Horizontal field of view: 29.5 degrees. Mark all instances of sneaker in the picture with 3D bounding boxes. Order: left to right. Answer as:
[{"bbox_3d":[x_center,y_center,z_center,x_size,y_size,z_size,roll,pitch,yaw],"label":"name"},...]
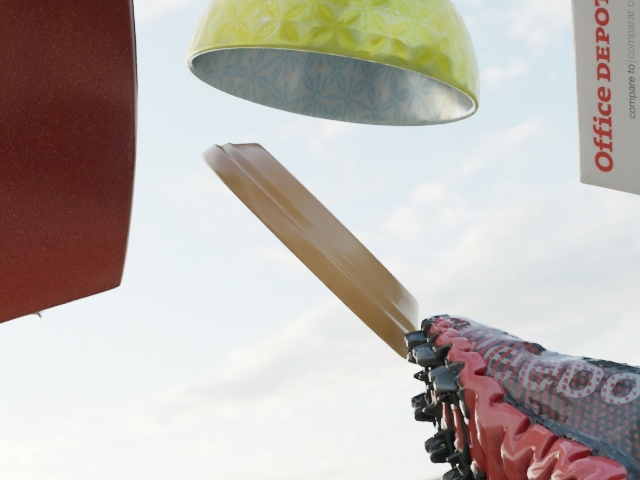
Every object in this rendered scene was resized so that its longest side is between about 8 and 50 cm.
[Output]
[{"bbox_3d":[0.145,0.110,0.673,0.135,0.097,0.276,-19,26,-16],"label":"sneaker"}]

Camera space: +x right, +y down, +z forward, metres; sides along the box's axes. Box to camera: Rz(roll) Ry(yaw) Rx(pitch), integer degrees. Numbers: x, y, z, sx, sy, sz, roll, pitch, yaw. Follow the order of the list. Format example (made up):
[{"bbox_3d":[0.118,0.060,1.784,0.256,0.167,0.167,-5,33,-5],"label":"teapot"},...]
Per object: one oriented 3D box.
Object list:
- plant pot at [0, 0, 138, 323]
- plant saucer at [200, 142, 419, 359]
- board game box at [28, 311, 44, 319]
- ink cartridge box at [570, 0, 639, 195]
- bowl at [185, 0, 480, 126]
[{"bbox_3d":[-0.267,-0.110,0.745,0.267,0.267,0.235,-19,-44,-56],"label":"plant pot"},{"bbox_3d":[0.000,0.000,0.836,0.037,0.200,0.200,-46,-20,0],"label":"plant saucer"},{"bbox_3d":[-0.299,0.009,0.949,0.160,0.039,0.211,13,-16,-4],"label":"board game box"},{"bbox_3d":[0.338,-0.126,0.923,0.278,0.201,0.117,16,37,38],"label":"ink cartridge box"},{"bbox_3d":[0.022,-0.221,1.197,0.290,0.156,0.289,9,-7,1],"label":"bowl"}]
